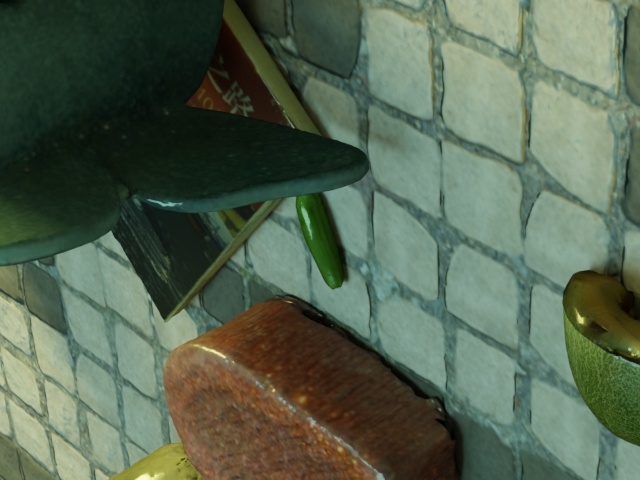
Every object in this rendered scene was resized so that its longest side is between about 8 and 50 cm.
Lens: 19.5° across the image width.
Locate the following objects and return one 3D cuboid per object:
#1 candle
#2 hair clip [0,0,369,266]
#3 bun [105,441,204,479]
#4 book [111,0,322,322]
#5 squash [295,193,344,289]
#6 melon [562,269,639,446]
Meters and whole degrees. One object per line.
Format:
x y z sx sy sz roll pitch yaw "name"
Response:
0.001 0.210 1.593 0.287 0.131 0.317 -17 101 55 "candle"
-0.210 -0.136 1.409 0.392 0.318 0.238 10 115 49 "hair clip"
-0.115 0.312 1.807 0.259 0.152 0.259 28 135 33 "bun"
-0.139 -0.106 1.640 0.262 0.028 0.374 58 148 9 "book"
0.001 0.000 1.527 0.027 0.027 0.089 1 117 54 "squash"
0.214 0.097 1.248 0.160 0.079 0.128 29 134 40 "melon"
